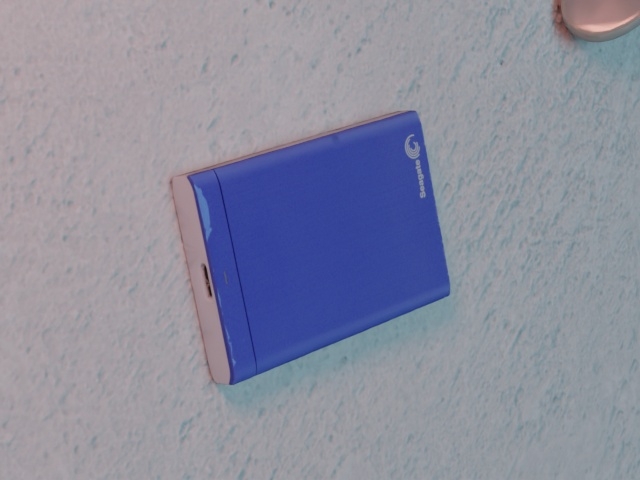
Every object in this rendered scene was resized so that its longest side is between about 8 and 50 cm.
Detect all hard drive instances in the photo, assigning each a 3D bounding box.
[{"bbox_3d":[0.000,0.000,1.638,0.318,0.040,0.210,-19,103,-41],"label":"hard drive"}]

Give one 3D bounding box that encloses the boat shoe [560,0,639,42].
[{"bbox_3d":[0.428,-0.364,1.979,0.340,0.127,0.158,-49,162,-4],"label":"boat shoe"}]
